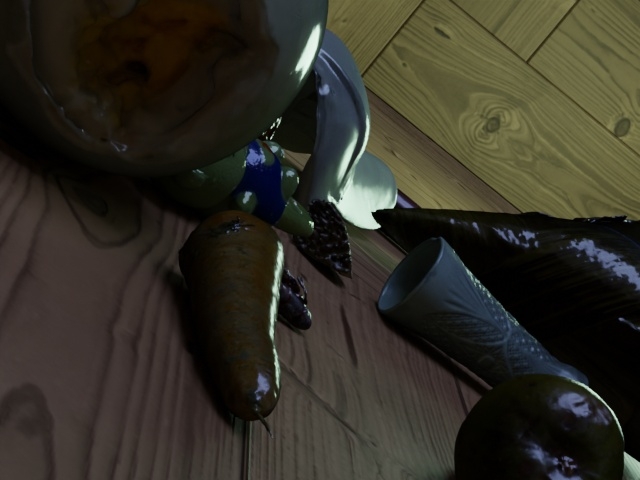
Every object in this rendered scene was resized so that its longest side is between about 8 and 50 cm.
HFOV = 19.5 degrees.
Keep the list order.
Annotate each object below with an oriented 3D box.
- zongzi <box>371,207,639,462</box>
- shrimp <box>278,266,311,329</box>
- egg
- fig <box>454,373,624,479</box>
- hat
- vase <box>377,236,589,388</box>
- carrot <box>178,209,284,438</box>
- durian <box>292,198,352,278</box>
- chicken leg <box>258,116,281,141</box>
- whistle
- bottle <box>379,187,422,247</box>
[{"bbox_3d":[0.291,0.118,2.089,0.432,0.208,0.403,12,33,-32],"label":"zongzi"},{"bbox_3d":[-0.036,0.036,1.497,0.092,0.038,0.029,35,9,-27],"label":"shrimp"},{"bbox_3d":[-0.134,-0.195,1.453,0.278,0.278,0.336,37,14,-15],"label":"egg"},{"bbox_3d":[0.140,0.168,1.413,0.126,0.133,0.185,11,-13,-40],"label":"fig"},{"bbox_3d":[0.006,-0.139,2.118,0.258,0.168,0.301,47,12,34],"label":"hat"},{"bbox_3d":[0.167,0.101,1.855,0.219,0.096,0.096,40,8,-14],"label":"vase"},{"bbox_3d":[-0.053,0.056,1.261,0.078,0.078,0.298,37,14,-18],"label":"carrot"},{"bbox_3d":[0.009,-0.006,1.844,0.066,0.052,0.130,38,8,-26],"label":"durian"},{"bbox_3d":[-0.120,-0.133,1.852,0.158,0.096,0.407,19,9,-6],"label":"chicken leg"},{"bbox_3d":[-0.076,-0.054,1.631,0.227,0.085,0.105,30,22,-48],"label":"whistle"},{"bbox_3d":[0.094,-0.029,2.301,0.164,0.060,0.060,40,9,3],"label":"bottle"}]
